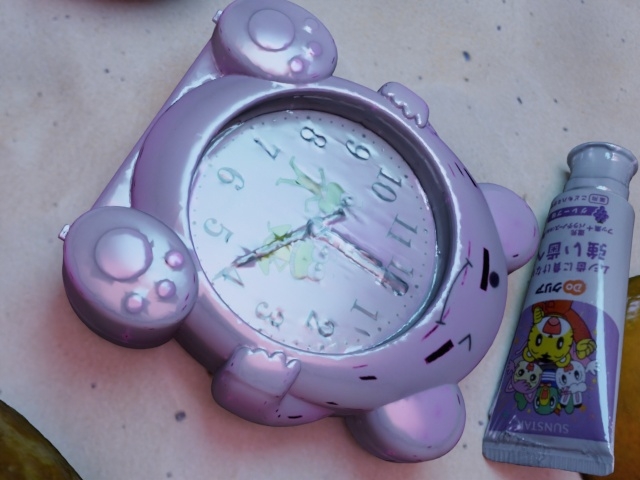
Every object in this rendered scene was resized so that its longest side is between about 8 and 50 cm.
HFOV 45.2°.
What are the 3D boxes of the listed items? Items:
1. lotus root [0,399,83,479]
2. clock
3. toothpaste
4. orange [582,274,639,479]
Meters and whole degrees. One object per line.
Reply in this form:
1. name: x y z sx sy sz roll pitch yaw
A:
1. lotus root: -0.202 0.214 0.450 0.193 0.193 0.291 -39 85 -24
2. clock: 0.000 0.000 0.602 0.322 0.113 0.295 32 67 -7
3. toothpaste: 0.220 0.051 0.668 0.073 0.114 0.299 41 58 -37
4. orange: 0.373 0.159 0.683 0.310 0.274 0.274 23 64 24
